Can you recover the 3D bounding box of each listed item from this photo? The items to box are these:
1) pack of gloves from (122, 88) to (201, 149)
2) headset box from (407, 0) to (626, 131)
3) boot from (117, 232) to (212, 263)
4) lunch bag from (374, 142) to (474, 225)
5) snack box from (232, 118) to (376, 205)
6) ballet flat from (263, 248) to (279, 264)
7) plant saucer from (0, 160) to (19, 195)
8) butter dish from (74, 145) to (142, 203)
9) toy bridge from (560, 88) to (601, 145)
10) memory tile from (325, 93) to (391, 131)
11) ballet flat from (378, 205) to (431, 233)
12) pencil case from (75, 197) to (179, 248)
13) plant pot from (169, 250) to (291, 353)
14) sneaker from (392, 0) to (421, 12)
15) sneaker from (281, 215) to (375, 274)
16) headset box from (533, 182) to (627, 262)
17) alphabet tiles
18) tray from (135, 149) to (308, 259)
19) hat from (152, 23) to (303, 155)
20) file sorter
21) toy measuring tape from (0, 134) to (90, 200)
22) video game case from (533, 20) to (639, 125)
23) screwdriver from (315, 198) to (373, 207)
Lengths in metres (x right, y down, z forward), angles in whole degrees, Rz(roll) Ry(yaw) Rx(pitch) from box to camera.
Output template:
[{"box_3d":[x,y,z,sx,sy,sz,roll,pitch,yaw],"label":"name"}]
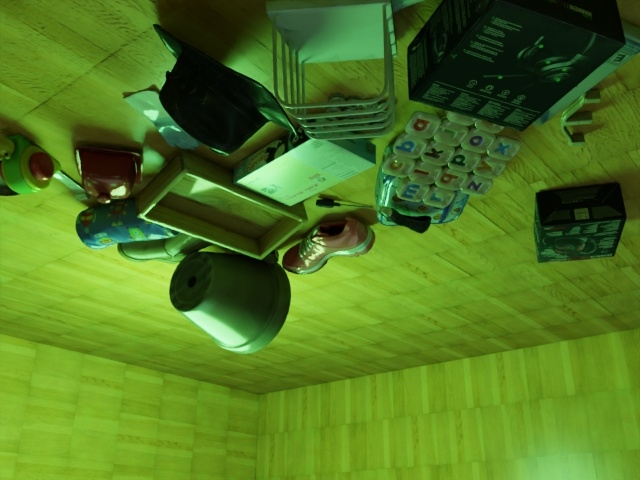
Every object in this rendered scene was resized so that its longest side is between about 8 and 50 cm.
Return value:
[{"box_3d":[-0.291,-0.256,1.487,0.195,0.046,0.232,-9,154,18],"label":"pack of gloves"},{"box_3d":[0.319,-0.334,1.124,0.246,0.131,0.283,10,154,-18],"label":"headset box"},{"box_3d":[-0.435,-0.011,1.984,0.236,0.089,0.269,6,159,-43],"label":"boot"},{"box_3d":[0.264,-0.138,1.663,0.243,0.115,0.303,-1,157,-3],"label":"lunch bag"},{"box_3d":[-0.044,-0.182,1.616,0.187,0.060,0.322,21,151,-37],"label":"snack box"},{"box_3d":[-0.182,0.001,2.026,0.058,0.084,0.250,-32,143,10],"label":"ballet flat"},{"box_3d":[-0.831,-0.164,1.712,0.168,0.029,0.168,1,156,0],"label":"plant saucer"},{"box_3d":[-0.521,-0.146,1.641,0.160,0.118,0.160,6,154,-12],"label":"butter dish"},{"box_3d":[0.563,-0.268,1.475,0.063,0.026,0.188,-3,155,9],"label":"toy bridge"},{"box_3d":[0.082,-0.277,1.474,0.147,0.012,0.113,4,155,-10],"label":"memory tile"},{"box_3d":[0.206,-0.060,1.657,0.173,0.049,0.057,17,-166,-41],"label":"ballet flat"},{"box_3d":[-0.521,-0.048,1.851,0.306,0.119,0.133,-9,132,20],"label":"pencil case"},{"box_3d":[-0.302,0.164,2.071,0.323,0.323,0.280,-17,151,33],"label":"plant pot"},{"box_3d":[0.129,-0.434,1.022,0.255,0.094,0.151,-17,157,39],"label":"sneaker"},{"box_3d":[0.000,-0.001,1.999,0.313,0.116,0.136,-21,139,25],"label":"sneaker"},{"box_3d":[0.715,-0.035,1.880,0.218,0.110,0.293,-6,155,15],"label":"headset box"},{"box_3d":[0.285,-0.187,1.470,0.277,0.021,0.284,10,134,-21],"label":"alphabet tiles"},{"box_3d":[-0.250,-0.083,1.762,0.410,0.076,0.203,23,130,-41],"label":"tray"},{"box_3d":[-0.197,-0.242,1.221,0.331,0.134,0.331,35,178,1],"label":"hat"},{"box_3d":[0.033,-0.285,1.153,0.192,0.173,0.277,-2,178,9],"label":"file sorter"},{"box_3d":[-0.683,-0.143,1.656,0.121,0.121,0.330,-6,155,14],"label":"toy measuring tape"},{"box_3d":[0.395,-0.346,1.292,0.328,0.036,0.300,11,154,-22],"label":"video game case"},{"box_3d":[0.067,-0.095,1.864,0.169,0.024,0.025,8,125,-21],"label":"screwdriver"}]
